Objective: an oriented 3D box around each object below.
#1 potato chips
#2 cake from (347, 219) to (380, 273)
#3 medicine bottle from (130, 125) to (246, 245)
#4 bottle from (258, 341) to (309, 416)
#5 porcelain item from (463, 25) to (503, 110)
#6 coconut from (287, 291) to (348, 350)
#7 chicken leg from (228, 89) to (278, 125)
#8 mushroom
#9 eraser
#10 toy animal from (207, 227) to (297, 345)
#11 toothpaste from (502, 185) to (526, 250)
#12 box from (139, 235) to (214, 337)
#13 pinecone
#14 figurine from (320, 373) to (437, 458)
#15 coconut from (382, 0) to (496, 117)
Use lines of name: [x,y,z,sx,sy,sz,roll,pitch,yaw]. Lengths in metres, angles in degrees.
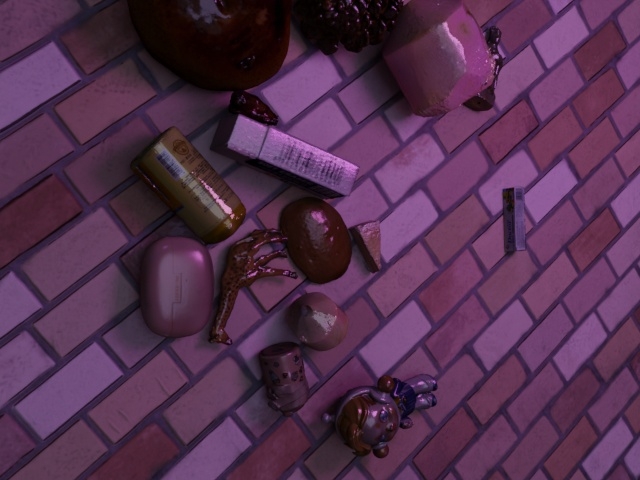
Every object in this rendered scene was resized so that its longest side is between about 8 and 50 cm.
potato chips: [0.000,0.000,1.481,0.150,0.049,0.202,-25,106,-18]
cake: [0.117,0.015,1.532,0.065,0.052,0.121,-28,101,-25]
medicine bottle: [-0.252,-0.100,1.324,0.124,0.124,0.239,-45,107,-18]
bottle: [-0.074,0.300,1.423,0.098,0.099,0.152,-14,100,-24]
porcelain item: [0.415,-0.430,1.667,0.081,0.069,0.216,23,76,-18]
coconut: [-0.008,0.170,1.432,0.116,0.116,0.122,-61,144,-13]
chicken leg: [-0.140,-0.265,1.349,0.205,0.093,0.053,2,116,-64]
mushroom: [-0.192,-0.462,1.327,0.345,0.260,0.346,-4,115,-9]
eraser: [-0.073,-0.174,1.404,0.287,0.130,0.086,21,85,-25]
toy animal: [-0.158,0.087,1.404,0.275,0.054,0.149,-47,111,-20]
toothpaste: [0.492,-0.055,1.708,0.034,0.046,0.164,-3,91,-27]
box: [-0.282,0.091,1.328,0.145,0.088,0.200,0,89,-24]
pinecone: [0.066,-0.510,1.433,0.228,0.202,0.201,23,64,14]
figurine: [0.146,0.367,1.511,0.274,0.133,0.194,-36,128,-26]
coconut: [0.256,-0.422,1.497,0.233,0.233,0.245,-36,110,-20]
